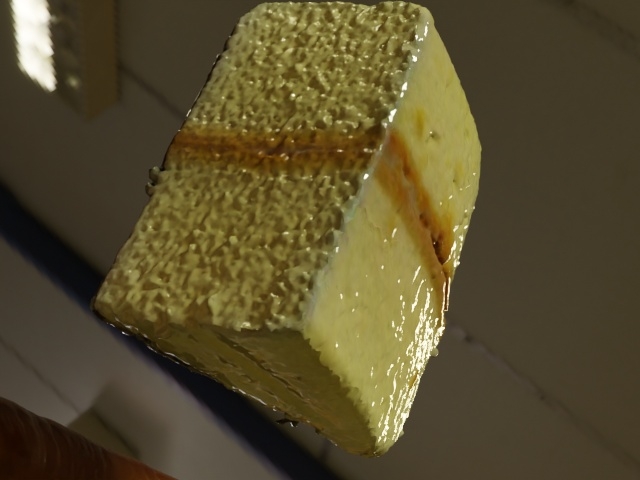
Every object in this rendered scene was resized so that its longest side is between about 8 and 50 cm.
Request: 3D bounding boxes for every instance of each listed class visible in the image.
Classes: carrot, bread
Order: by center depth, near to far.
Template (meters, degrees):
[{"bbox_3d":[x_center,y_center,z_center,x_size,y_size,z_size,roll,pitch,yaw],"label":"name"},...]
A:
[{"bbox_3d":[0.000,0.000,0.778,0.135,0.240,0.178,5,-33,28],"label":"bread"},{"bbox_3d":[-0.138,0.152,0.803,0.069,0.069,0.336,24,-7,39],"label":"carrot"}]
